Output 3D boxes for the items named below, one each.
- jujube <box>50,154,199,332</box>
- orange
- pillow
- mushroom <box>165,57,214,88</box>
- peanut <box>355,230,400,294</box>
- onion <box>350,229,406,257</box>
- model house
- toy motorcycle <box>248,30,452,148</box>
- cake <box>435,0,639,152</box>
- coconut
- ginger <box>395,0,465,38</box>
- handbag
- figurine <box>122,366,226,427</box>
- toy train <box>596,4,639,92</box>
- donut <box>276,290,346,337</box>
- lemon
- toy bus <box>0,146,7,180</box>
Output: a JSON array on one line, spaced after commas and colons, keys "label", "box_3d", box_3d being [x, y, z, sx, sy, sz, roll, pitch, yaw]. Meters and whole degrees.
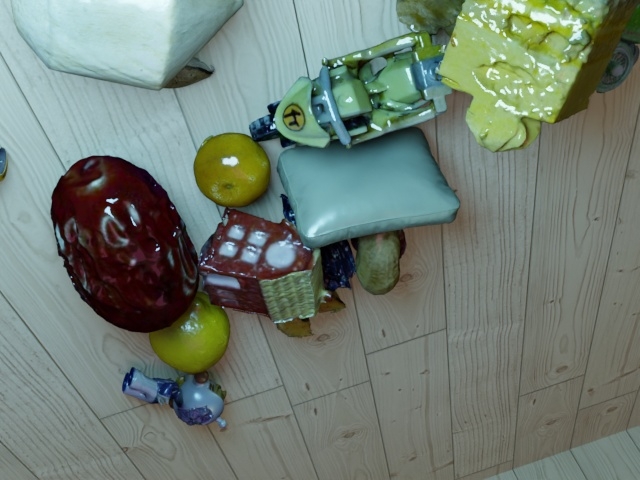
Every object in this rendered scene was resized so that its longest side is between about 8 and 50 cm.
[{"label": "jujube", "box_3d": [-0.374, 0.020, 1.379, 0.259, 0.258, 0.376, -21, 137, -1]}, {"label": "orange", "box_3d": [-0.171, -0.141, 1.394, 0.155, 0.134, 0.154, 5, 131, 6]}, {"label": "pillow", "box_3d": [0.090, -0.111, 1.423, 0.323, 0.255, 0.119, -11, 141, -11]}, {"label": "mushroom", "box_3d": [-0.287, -0.311, 1.217, 0.094, 0.072, 0.210, -36, 136, 27]}, {"label": "peanut", "box_3d": [0.120, 0.030, 1.525, 0.095, 0.108, 0.225, -21, 141, -13]}, {"label": "onion", "box_3d": [0.146, -0.031, 1.639, 0.140, 0.150, 0.150, -47, 150, -35]}, {"label": "model house", "box_3d": [-0.097, 0.061, 1.459, 0.254, 0.160, 0.196, 12, 149, 10]}, {"label": "toy motorcycle", "box_3d": [0.069, -0.263, 1.300, 0.411, 0.237, 0.168, -21, 101, -6]}, {"label": "cake", "box_3d": [0.337, -0.301, 1.164, 0.227, 0.222, 0.285, -26, 142, -50]}, {"label": "coconut", "box_3d": [-0.268, -0.362, 1.016, 0.329, 0.328, 0.328, -11, 135, -11]}, {"label": "ginger", "box_3d": [0.186, -0.460, 1.220, 0.270, 0.123, 0.218, 8, 121, -17]}, {"label": "handbag", "box_3d": [0.000, 0.000, 1.566, 0.113, 0.162, 0.260, -22, 134, 3]}, {"label": "figurine", "box_3d": [-0.365, 0.395, 1.836, 0.194, 0.133, 0.274, -26, 135, 26]}, {"label": "toy train", "box_3d": [0.488, -0.425, 1.343, 0.308, 0.173, 0.248, 4, 122, -24]}, {"label": "donut", "box_3d": [-0.039, 0.165, 1.777, 0.146, 0.078, 0.181, 25, 126, -36]}, {"label": "lemon", "box_3d": [-0.302, 0.212, 1.642, 0.187, 0.186, 0.244, -2, 135, -19]}, {"label": "toy bus", "box_3d": [-0.655, -0.121, 1.252, 0.195, 0.083, 0.088, 0, 136, -18]}]
